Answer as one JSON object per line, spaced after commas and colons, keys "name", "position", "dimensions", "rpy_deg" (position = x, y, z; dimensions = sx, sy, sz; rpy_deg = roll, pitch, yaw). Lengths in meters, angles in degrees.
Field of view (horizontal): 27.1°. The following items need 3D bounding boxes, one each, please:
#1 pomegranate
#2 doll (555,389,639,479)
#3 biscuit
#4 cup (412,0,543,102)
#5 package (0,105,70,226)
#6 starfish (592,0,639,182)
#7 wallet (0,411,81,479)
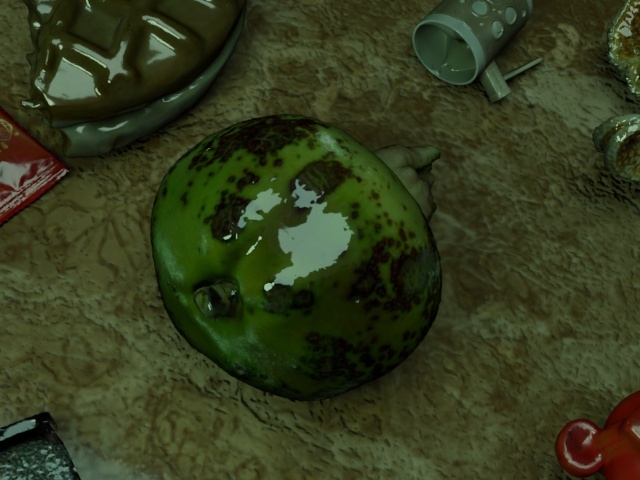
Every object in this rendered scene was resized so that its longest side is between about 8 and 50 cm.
{"name": "pomegranate", "position": [0.010, -0.006, 1.018], "dimensions": [0.276, 0.204, 0.222], "rpy_deg": [-30, 89, -18]}
{"name": "doll", "position": [0.357, 0.170, 1.001], "dimensions": [0.363, 0.160, 0.183], "rpy_deg": [6, 60, -2]}
{"name": "biscuit", "position": [-0.205, -0.261, 1.182], "dimensions": [0.268, 0.115, 0.366], "rpy_deg": [-27, 70, -20]}
{"name": "cup", "position": [0.153, -0.191, 1.214], "dimensions": [0.102, 0.074, 0.099], "rpy_deg": [37, 63, 12]}
{"name": "package", "position": [-0.309, -0.101, 1.133], "dimensions": [0.200, 0.022, 0.083], "rpy_deg": [44, 65, 13]}
{"name": "starfish", "position": [0.385, -0.108, 1.186], "dimensions": [0.303, 0.113, 0.312], "rpy_deg": [9, 58, -2]}
{"name": "wallet", "position": [-0.239, 0.266, 0.906], "dimensions": [0.221, 0.071, 0.262], "rpy_deg": [-19, 65, -23]}
